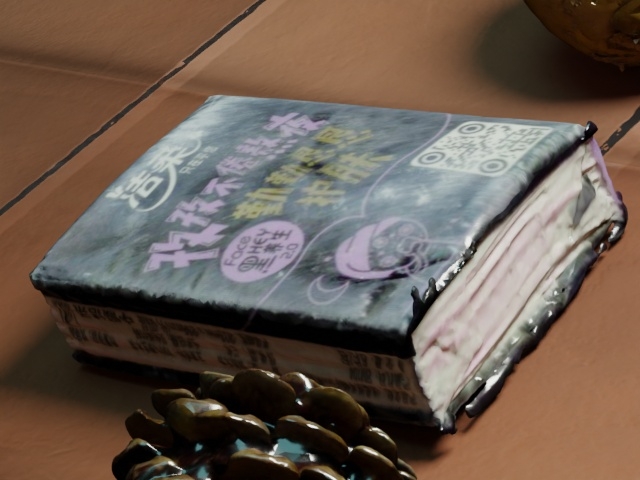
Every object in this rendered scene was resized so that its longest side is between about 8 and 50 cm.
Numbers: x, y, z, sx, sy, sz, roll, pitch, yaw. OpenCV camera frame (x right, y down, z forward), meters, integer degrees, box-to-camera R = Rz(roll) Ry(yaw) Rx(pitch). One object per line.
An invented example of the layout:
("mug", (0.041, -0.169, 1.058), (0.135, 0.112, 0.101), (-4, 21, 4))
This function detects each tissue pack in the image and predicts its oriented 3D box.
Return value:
("tissue pack", (0.000, 0.000, 1.348), (0.361, 0.122, 0.259), (5, 39, 39))

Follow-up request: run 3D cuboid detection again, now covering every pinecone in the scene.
("pinecone", (-0.041, 0.175, 1.059), (0.184, 0.179, 0.204), (-15, 43, 53))

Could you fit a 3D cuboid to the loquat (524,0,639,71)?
("loquat", (0.252, -0.251, 1.472), (0.235, 0.235, 0.235), (-15, 32, 10))
